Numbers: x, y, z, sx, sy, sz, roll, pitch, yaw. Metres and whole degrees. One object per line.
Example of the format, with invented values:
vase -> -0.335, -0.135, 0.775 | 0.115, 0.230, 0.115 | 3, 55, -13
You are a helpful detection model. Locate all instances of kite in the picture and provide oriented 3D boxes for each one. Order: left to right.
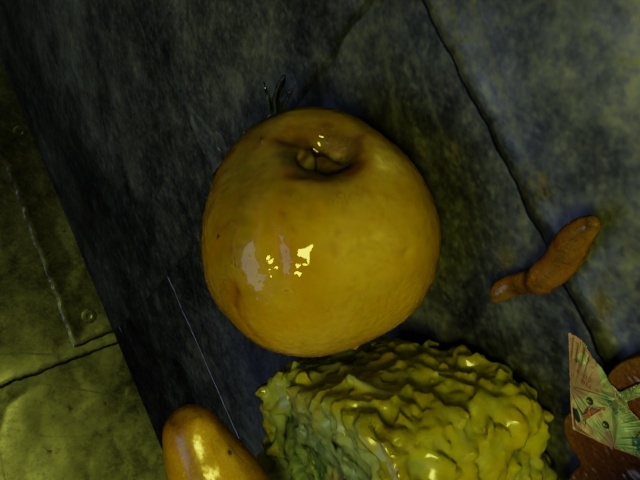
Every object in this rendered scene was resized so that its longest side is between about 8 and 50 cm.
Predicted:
kite -> 0.263, 0.135, 0.616 | 0.137, 0.005, 0.153 | 57, 145, 24

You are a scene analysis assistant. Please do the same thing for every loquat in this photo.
loquat -> 0.000, 0.000, 0.782 | 0.275, 0.274, 0.275 | 36, 136, 44

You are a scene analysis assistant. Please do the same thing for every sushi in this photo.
sushi -> 0.091, 0.313, 0.841 | 0.351, 0.240, 0.397 | 10, 113, 57

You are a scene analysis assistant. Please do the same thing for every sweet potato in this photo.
sweet potato -> 0.214, 0.026, 0.659 | 0.044, 0.044, 0.179 | 59, 154, 18

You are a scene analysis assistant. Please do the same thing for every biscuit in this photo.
biscuit -> 0.300, 0.198, 0.624 | 0.180, 0.039, 0.236 | 45, 141, 40

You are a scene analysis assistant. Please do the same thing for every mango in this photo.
mango -> -0.102, 0.327, 0.815 | 0.177, 0.120, 0.295 | -21, 82, 66

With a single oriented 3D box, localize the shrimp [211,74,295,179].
shrimp -> -0.062, -0.060, 0.988 | 0.172, 0.137, 0.372 | 24, 148, 3
